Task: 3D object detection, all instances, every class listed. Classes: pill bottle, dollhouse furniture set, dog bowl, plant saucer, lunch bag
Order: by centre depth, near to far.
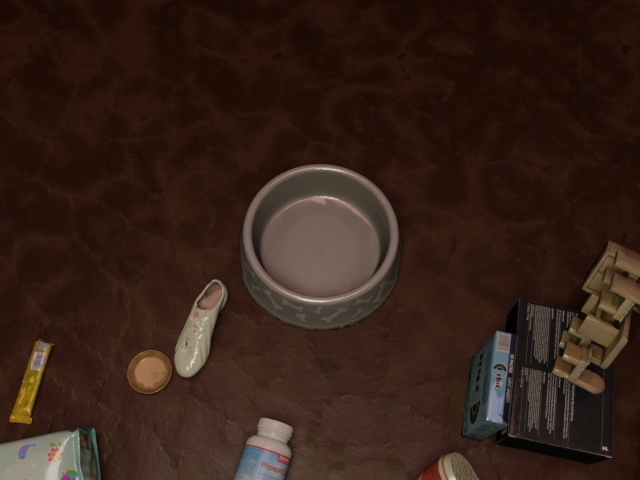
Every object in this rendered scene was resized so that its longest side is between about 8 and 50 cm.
[{"bbox_3d":[-0.478,0.461,1.138,0.224,0.160,0.262,-9,77,-9],"label":"lunch bag"},{"bbox_3d":[0.534,0.129,1.175,0.161,0.212,0.242,27,40,11],"label":"dollhouse furniture set"},{"bbox_3d":[-0.101,0.400,1.209,0.087,0.087,0.160,15,67,6],"label":"pill bottle"},{"bbox_3d":[-0.324,0.251,1.311,0.083,0.015,0.083,0,66,-1],"label":"plant saucer"},{"bbox_3d":[0.000,0.000,1.385,0.349,0.102,0.348,1,65,-2],"label":"dog bowl"}]

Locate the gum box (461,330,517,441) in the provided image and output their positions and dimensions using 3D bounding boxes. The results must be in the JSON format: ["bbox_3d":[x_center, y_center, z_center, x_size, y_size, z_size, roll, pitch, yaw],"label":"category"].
[{"bbox_3d":[0.299,0.263,1.225,0.041,0.184,0.156,12,66,4],"label":"gum box"}]

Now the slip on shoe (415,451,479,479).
[{"bbox_3d":[0.261,0.529,1.156,0.101,0.123,0.331,-35,69,28],"label":"slip on shoe"}]

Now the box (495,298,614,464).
[{"bbox_3d":[0.436,0.260,1.275,0.184,0.103,0.261,11,65,6],"label":"box"}]

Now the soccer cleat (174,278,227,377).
[{"bbox_3d":[-0.232,0.164,1.319,0.068,0.076,0.196,17,67,6],"label":"soccer cleat"}]

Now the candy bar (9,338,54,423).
[{"bbox_3d":[-0.543,0.264,1.299,0.040,0.018,0.161,9,65,-1],"label":"candy bar"}]
